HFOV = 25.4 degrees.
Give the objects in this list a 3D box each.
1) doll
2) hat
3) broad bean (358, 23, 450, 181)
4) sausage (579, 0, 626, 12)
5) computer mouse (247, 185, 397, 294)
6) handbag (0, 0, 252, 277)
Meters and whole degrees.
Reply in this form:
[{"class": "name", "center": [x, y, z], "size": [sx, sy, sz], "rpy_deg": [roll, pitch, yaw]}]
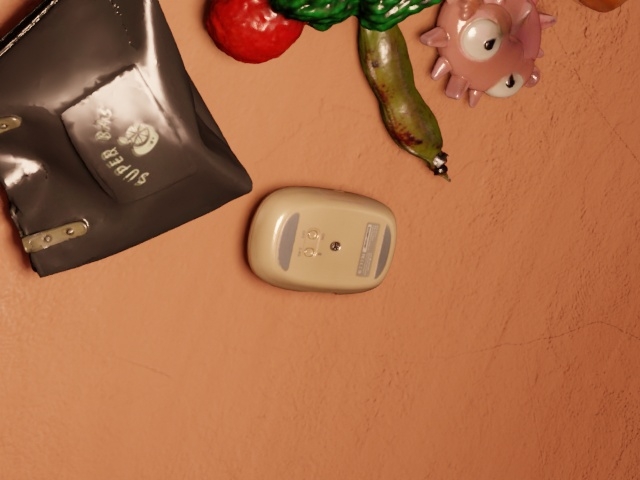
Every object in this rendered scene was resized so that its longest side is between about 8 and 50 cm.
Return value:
[{"class": "doll", "center": [0.232, -0.297, 2.001], "size": [0.211, 0.093, 0.262], "rpy_deg": [-48, 128, -7]}, {"class": "hat", "center": [-0.008, -0.353, 1.749], "size": [0.332, 0.274, 0.242], "rpy_deg": [-32, 126, 7]}, {"class": "broad bean", "center": [0.104, -0.213, 1.955], "size": [0.077, 0.061, 0.339], "rpy_deg": [-42, 124, -27]}, {"class": "sausage", "center": [0.307, -0.461, 2.011], "size": [0.419, 0.094, 0.094], "rpy_deg": [32, 69, -37]}, {"class": "computer mouse", "center": [0.000, 0.000, 1.929], "size": [0.236, 0.082, 0.145], "rpy_deg": [4, 100, -38]}, {"class": "handbag", "center": [-0.271, -0.126, 1.676], "size": [0.288, 0.152, 0.342], "rpy_deg": [-33, 120, -10]}]
